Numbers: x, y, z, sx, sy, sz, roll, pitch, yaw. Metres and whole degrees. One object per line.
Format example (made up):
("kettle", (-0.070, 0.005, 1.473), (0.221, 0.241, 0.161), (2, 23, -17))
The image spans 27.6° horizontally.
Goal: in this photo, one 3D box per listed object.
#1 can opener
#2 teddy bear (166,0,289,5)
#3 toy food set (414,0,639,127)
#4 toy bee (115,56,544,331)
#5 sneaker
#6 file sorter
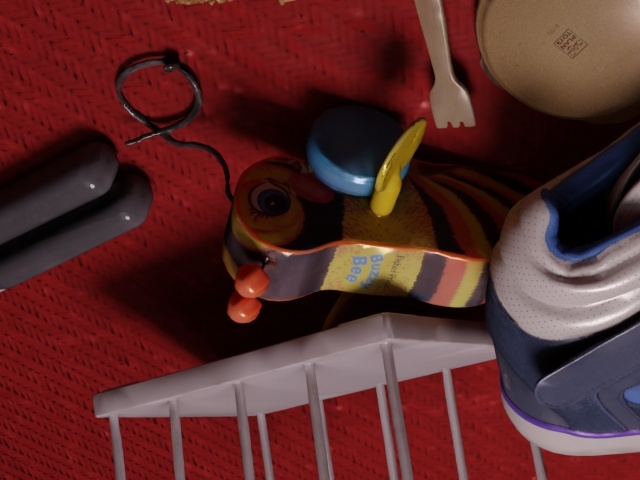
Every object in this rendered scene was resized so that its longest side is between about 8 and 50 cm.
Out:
("can opener", (-0.253, 0.019, 0.997), (0.283, 0.095, 0.076), (-23, 126, 33))
("teddy bear", (-0.060, -0.288, 0.642), (0.245, 0.113, 0.338), (-13, 123, 16))
("toy food set", (0.156, -0.126, 0.794), (0.192, 0.038, 0.132), (2, 130, 23))
("toy bee", (0.000, 0.000, 0.867), (0.298, 0.162, 0.195), (1, 137, 13))
("sneaker", (0.263, 0.021, 0.808), (0.323, 0.130, 0.236), (-8, 136, 0))
("file sorter", (0.004, 0.170, 0.961), (0.278, 0.173, 0.193), (-18, 163, 35))
